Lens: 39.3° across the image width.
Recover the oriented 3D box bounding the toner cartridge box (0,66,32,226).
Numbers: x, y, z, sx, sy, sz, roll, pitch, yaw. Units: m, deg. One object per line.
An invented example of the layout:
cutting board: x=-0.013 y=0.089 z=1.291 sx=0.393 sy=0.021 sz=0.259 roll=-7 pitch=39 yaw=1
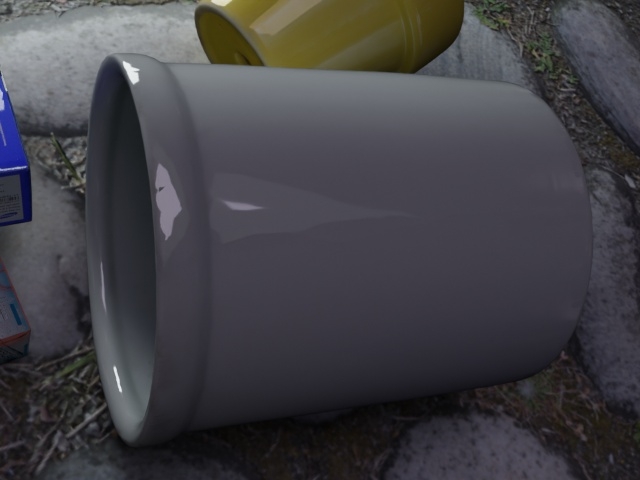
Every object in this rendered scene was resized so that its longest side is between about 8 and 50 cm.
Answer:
toner cartridge box: x=-0.399 y=-0.152 z=0.874 sx=0.165 sy=0.075 sz=0.348 roll=-9 pitch=51 yaw=-24

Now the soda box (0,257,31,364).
soda box: x=-0.333 y=0.030 z=0.845 sx=0.058 sy=0.063 sz=0.183 roll=-18 pitch=69 yaw=-30

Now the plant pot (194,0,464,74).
plant pot: x=-0.005 y=-0.265 z=1.039 sx=0.239 sy=0.254 sz=0.254 roll=-39 pitch=79 yaw=-16

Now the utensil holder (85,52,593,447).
utensil holder: x=0.000 y=0.000 z=0.830 sx=0.385 sy=0.327 sz=0.328 roll=-3 pitch=62 yaw=-24
